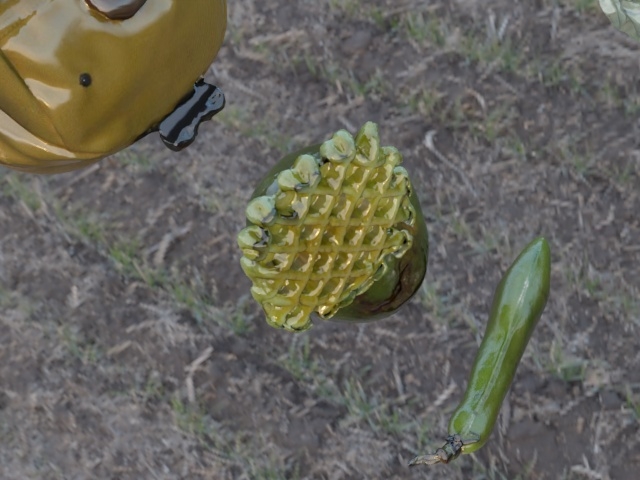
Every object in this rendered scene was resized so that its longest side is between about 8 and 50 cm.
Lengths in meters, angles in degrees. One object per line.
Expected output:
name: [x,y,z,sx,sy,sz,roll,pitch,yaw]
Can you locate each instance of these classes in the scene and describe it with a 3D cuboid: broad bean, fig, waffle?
broad bean: [0.195,0.126,1.200,0.067,0.075,0.325,5,55,35]
fig: [0.000,0.000,1.153,0.245,0.195,0.195,-18,37,50]
waffle: [0.009,-0.008,0.914,0.169,0.183,0.036,-37,52,-15]

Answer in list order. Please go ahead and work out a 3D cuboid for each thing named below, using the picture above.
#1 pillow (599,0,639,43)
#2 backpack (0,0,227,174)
pillow: [0.341,-0.103,0.610,0.310,0.283,0.138,20,101,45]
backpack: [-0.226,-0.244,0.920,0.201,0.378,0.353,10,55,52]
